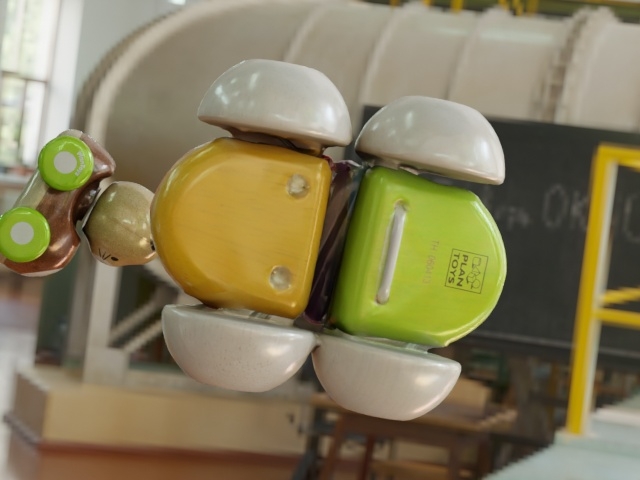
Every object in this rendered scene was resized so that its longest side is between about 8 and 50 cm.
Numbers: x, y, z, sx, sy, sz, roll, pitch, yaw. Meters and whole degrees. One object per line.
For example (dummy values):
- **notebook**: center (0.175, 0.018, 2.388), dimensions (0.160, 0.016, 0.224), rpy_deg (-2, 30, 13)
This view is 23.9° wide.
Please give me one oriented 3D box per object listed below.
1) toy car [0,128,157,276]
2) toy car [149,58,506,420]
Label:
- **toy car**: center (-0.206, -0.004, 1.461), dimensions (0.188, 0.149, 0.155), rpy_deg (31, -4, -8)
- **toy car**: center (0.000, 0.000, 0.771), dimensions (0.182, 0.159, 0.136), rpy_deg (12, -1, -12)
